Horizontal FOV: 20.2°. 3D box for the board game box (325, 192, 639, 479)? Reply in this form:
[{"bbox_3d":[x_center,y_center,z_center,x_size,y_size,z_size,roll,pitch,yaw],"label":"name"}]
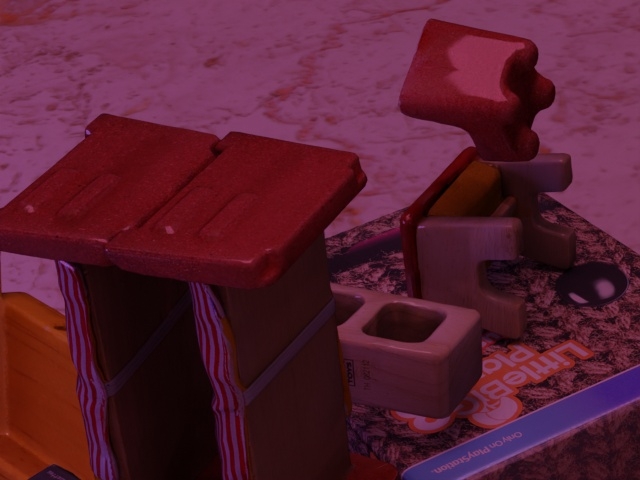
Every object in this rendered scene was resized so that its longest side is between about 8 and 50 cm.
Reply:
[{"bbox_3d":[0.103,0.101,1.124,0.232,0.141,0.291,-22,31,-19],"label":"board game box"}]

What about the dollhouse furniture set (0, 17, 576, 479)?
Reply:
[{"bbox_3d":[0.000,0.000,0.960,0.152,0.201,0.374,10,32,26],"label":"dollhouse furniture set"}]

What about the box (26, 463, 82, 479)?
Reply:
[{"bbox_3d":[-0.178,0.264,0.903,0.143,0.165,0.270,21,41,41],"label":"box"}]

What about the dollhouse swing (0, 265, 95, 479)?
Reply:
[{"bbox_3d":[-0.271,0.041,1.082,0.347,0.305,0.315,-3,19,-41],"label":"dollhouse swing"}]
